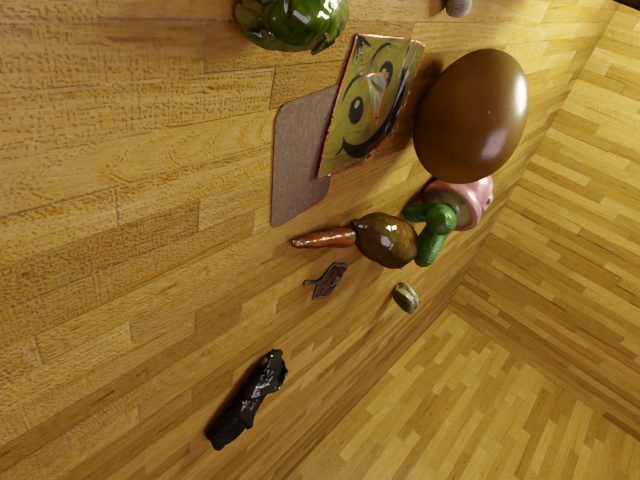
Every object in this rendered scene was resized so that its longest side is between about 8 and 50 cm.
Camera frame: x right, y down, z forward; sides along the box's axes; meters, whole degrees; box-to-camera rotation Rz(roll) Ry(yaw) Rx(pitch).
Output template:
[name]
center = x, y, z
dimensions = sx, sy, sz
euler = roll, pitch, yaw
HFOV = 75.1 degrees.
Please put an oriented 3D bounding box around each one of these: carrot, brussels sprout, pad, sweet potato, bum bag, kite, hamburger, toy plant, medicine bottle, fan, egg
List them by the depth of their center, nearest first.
[brussels sprout]
center = -0.026, -0.303, 0.508
dimensions = 0.180, 0.100, 0.139
euler = -4, 111, -38
[pad]
center = -0.027, -0.153, 0.790
dimensions = 0.176, 0.002, 0.266
euler = -35, 148, -36
[medicine bottle]
center = 0.279, -0.501, 0.835
dimensions = 0.052, 0.052, 0.089
euler = -49, 155, -11
[kite]
center = 0.101, -0.280, 0.842
dimensions = 0.378, 0.013, 0.328
euler = -50, 154, -10
[carrot]
center = 0.000, 0.000, 0.975
dimensions = 0.224, 0.057, 0.057
euler = -9, 129, -52
[egg]
center = 0.359, -0.294, 0.999
dimensions = 0.250, 0.250, 0.323
euler = 10, 102, -62
[bum bag]
center = -0.190, 0.443, 1.151
dimensions = 0.326, 0.079, 0.142
euler = -53, 151, -2
[fan]
center = 0.010, 0.117, 1.178
dimensions = 0.132, 0.009, 0.220
euler = -60, 155, 11
[sweet potato]
center = 0.189, 0.000, 1.184
dimensions = 0.158, 0.157, 0.369
euler = -59, 156, 9
[toy plant]
center = 0.421, -0.112, 1.366
dimensions = 0.356, 0.210, 0.317
euler = -43, 162, -22
[hamburger]
center = 0.379, 0.257, 1.852
dimensions = 0.062, 0.133, 0.140
euler = -35, 141, -20

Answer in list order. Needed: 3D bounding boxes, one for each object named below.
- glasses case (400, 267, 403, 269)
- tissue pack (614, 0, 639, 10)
[glasses case]
center = 0.275, 0.048, 1.482
dimensions = 0.045, 0.067, 0.179
euler = -46, 154, -17
[tissue pack]
center = 0.797, -0.751, 1.071
dimensions = 0.198, 0.370, 0.210
euler = -57, 156, 17
